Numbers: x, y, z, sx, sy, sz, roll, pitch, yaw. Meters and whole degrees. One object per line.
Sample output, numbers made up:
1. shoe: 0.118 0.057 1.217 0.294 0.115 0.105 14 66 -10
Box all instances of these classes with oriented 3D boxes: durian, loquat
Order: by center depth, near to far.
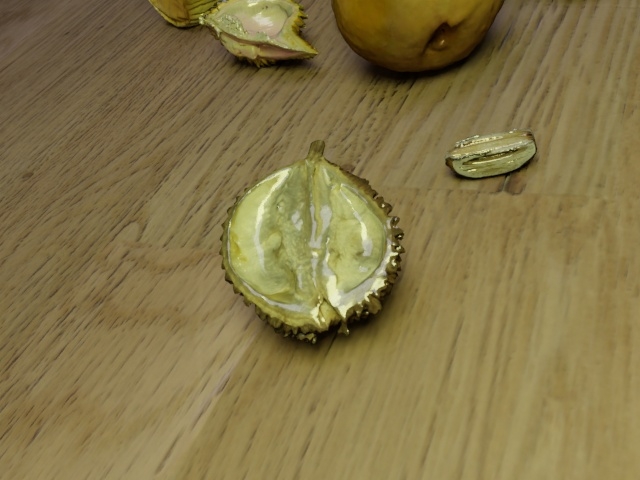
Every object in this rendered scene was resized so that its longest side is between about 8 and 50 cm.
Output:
1. durian: 0.000 0.000 0.509 0.148 0.091 0.188 -8 65 15
2. loquat: 0.111 -0.297 0.699 0.208 0.208 0.208 -13 41 11
3. durian: -0.073 -0.287 0.879 0.140 0.078 0.224 -28 50 -25

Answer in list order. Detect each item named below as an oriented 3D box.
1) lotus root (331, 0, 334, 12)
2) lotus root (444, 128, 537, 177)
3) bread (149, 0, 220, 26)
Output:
1. lotus root: 0.050 -0.352 0.894 0.072 0.063 0.152 -36 43 14
2. lotus root: 0.159 -0.080 0.574 0.083 0.030 0.037 -9 36 14
3. bread: -0.239 -0.506 1.056 0.179 0.250 0.133 31 60 30
